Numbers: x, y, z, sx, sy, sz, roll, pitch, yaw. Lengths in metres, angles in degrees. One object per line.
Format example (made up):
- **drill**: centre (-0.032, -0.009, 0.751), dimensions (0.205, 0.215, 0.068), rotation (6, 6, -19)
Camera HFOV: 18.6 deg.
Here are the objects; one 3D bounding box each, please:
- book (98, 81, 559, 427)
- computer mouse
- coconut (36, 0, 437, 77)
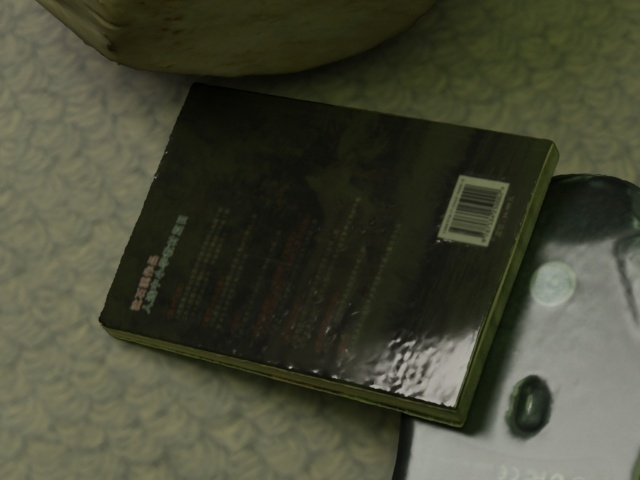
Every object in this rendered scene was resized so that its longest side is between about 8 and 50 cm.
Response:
- **book**: centre (0.000, 0.000, 1.051), dimensions (0.228, 0.024, 0.160), rotation (11, 71, 29)
- **computer mouse**: centre (0.106, 0.144, 1.004), dimensions (0.167, 0.090, 0.379), rotation (8, 70, 27)
- **coconut**: centre (-0.052, -0.255, 1.048), dimensions (0.323, 0.323, 0.323), rotation (0, 72, 1)
